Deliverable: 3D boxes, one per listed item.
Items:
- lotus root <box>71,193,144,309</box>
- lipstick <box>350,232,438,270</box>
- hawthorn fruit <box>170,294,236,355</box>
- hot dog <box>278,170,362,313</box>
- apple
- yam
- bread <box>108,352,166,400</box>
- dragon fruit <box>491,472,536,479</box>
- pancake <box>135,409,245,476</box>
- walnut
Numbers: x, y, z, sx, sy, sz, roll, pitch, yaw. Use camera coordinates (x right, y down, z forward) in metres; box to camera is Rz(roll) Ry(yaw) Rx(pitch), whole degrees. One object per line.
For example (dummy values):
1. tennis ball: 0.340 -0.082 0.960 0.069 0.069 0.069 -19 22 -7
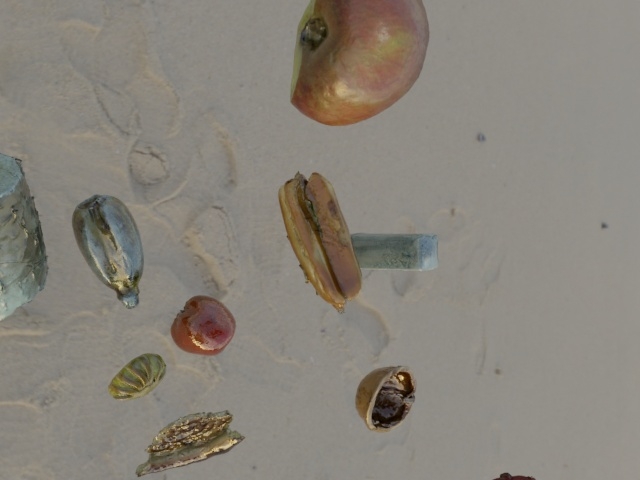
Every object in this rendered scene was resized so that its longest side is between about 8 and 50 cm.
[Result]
1. lotus root: -0.554 0.030 1.690 0.158 0.140 0.322 -17 114 -8
2. lipstick: 0.097 0.021 1.255 0.077 0.290 0.076 -2 90 -49
3. hawthorn fruit: -0.336 0.251 1.817 0.189 0.189 0.189 -4 95 -45
4. hot dog: 0.000 0.000 1.114 0.109 0.072 0.269 -16 81 -15
5. apple: 0.040 -0.225 0.712 0.173 0.160 0.195 -31 133 -76
6. yam: -0.737 -0.013 1.386 0.241 0.241 0.348 -33 151 -39
7. bread: -0.458 0.337 1.604 0.157 0.083 0.094 -20 135 -53
8. dragon fruit: 0.355 0.593 1.190 0.211 0.134 0.262 44 76 -6
9. pancake: -0.300 0.493 1.518 0.212 0.257 0.056 17 39 -38
10. walnut: 0.142 0.362 1.488 0.211 0.087 0.167 23 89 -52
